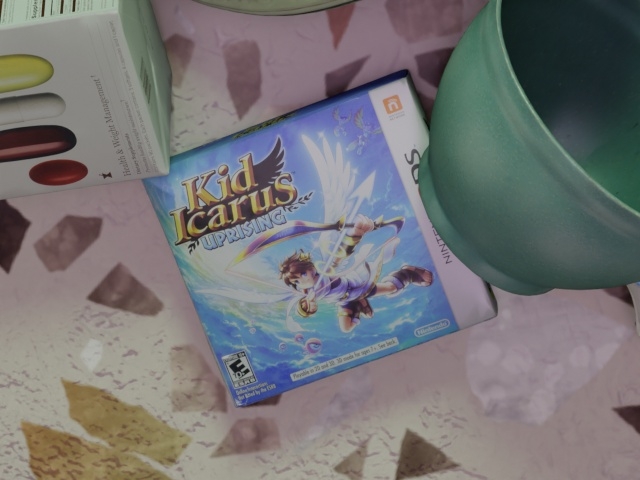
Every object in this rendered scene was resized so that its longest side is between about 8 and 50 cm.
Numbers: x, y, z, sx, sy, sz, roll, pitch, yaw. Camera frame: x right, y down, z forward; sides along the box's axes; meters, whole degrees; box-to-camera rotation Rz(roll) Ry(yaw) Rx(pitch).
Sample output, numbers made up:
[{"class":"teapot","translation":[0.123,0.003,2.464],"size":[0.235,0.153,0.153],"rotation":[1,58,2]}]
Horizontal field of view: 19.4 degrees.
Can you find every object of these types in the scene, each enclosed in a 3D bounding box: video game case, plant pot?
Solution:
[{"class":"video game case","translation":[0.000,0.000,1.763],"size":[0.269,0.061,0.244],"rotation":[-20,100,8]},{"class":"plant pot","translation":[0.209,-0.072,1.642],"size":[0.293,0.293,0.196],"rotation":[41,129,-6]}]

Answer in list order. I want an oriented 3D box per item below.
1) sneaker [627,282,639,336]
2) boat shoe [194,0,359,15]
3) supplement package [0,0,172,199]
[{"class":"sneaker","translation":[0.350,0.075,1.751],"size":[0.092,0.087,0.229],"rotation":[-39,91,18]},{"class":"boat shoe","translation":[0.046,-0.307,1.647],"size":[0.500,0.156,0.187],"rotation":[-4,106,20]},{"class":"supplement package","translation":[-0.251,-0.158,1.660],"size":[0.203,0.149,0.194],"rotation":[-9,134,6]}]
